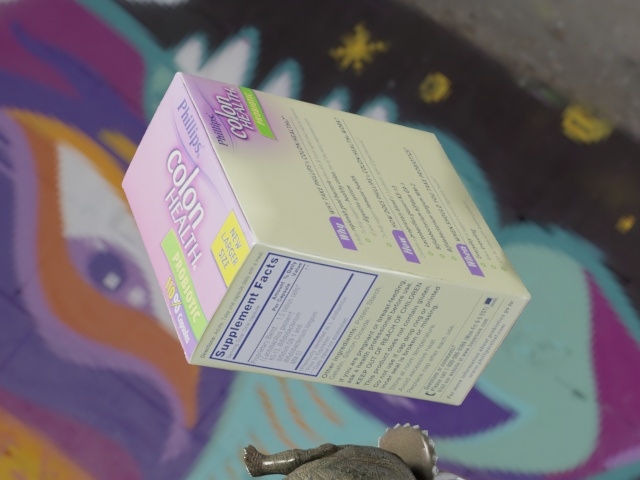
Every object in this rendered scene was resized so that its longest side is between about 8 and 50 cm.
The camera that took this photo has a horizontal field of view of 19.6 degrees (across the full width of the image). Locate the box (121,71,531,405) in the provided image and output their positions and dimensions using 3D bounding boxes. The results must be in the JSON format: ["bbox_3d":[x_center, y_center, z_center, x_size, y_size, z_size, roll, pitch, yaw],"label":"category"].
[{"bbox_3d":[0.000,0.000,1.409,0.243,0.117,0.213,12,-147,-31],"label":"box"}]

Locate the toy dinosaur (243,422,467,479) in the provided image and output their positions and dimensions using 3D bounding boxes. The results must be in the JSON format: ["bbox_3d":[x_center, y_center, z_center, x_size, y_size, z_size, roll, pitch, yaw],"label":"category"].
[{"bbox_3d":[0.020,0.210,1.483,0.313,0.160,0.121,-16,-90,-79],"label":"toy dinosaur"}]
